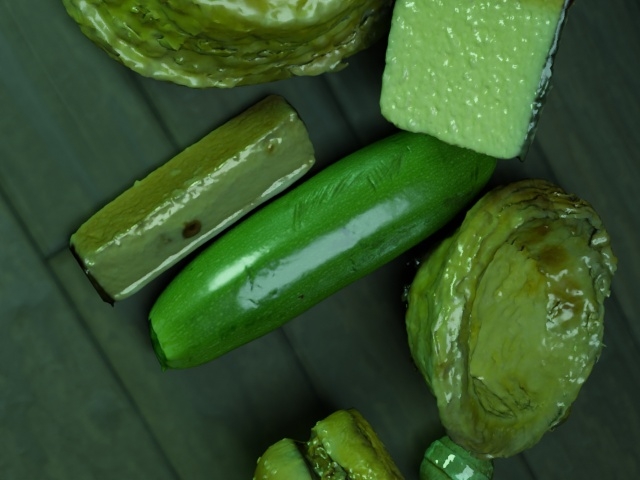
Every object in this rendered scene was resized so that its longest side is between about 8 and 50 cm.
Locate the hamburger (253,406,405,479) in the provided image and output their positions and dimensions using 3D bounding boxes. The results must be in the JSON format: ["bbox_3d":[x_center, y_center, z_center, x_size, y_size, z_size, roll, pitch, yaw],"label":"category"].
[{"bbox_3d":[0.026,0.221,1.387,0.118,0.191,0.182,-34,120,-4],"label":"hamburger"}]

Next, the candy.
[{"bbox_3d":[0.150,0.124,1.483,0.061,0.061,0.202,43,81,-24],"label":"candy"}]

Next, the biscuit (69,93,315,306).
[{"bbox_3d":[-0.088,-0.028,1.352,0.188,0.052,0.056,-35,125,-5],"label":"biscuit"}]

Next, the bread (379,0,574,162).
[{"bbox_3d":[0.153,-0.181,1.309,0.178,0.135,0.240,-8,116,-57],"label":"bread"}]

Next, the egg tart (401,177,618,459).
[{"bbox_3d":[0.133,0.054,1.408,0.212,0.090,0.212,-12,108,-43],"label":"egg tart"}]

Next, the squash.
[{"bbox_3d":[0.000,-0.002,1.372,0.292,0.082,0.082,-31,113,-7],"label":"squash"}]

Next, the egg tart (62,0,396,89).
[{"bbox_3d":[-0.043,-0.227,1.270,0.294,0.123,0.294,-5,107,-15],"label":"egg tart"}]
